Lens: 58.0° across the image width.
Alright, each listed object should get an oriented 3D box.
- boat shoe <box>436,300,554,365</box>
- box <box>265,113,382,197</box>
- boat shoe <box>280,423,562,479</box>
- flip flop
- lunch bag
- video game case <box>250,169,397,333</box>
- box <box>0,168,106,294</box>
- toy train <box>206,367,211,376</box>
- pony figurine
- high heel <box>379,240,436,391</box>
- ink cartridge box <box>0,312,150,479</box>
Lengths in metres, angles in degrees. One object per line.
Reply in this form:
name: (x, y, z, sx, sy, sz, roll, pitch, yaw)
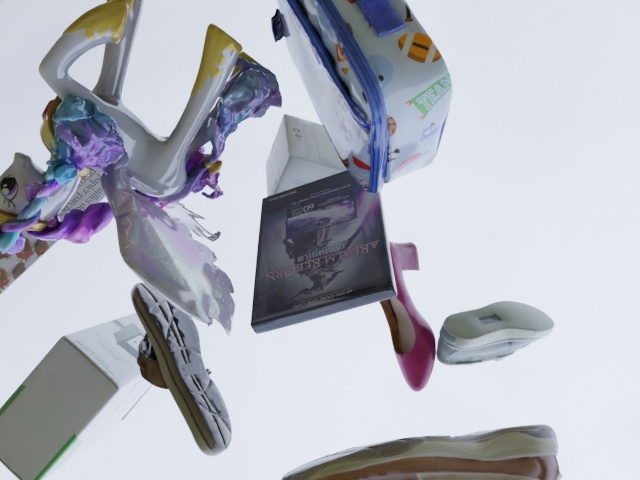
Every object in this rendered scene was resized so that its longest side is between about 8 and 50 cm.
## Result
boat shoe: (0.278, 0.155, 0.934, 0.228, 0.081, 0.079, -4, -144, -29)
box: (0.001, -0.126, 1.078, 0.180, 0.182, 0.119, -101, -150, -54)
boat shoe: (0.120, 0.269, 0.611, 0.325, 0.123, 0.116, -1, -112, -14)
flip flop: (-0.214, 0.182, 0.824, 0.080, 0.112, 0.276, -32, -106, 11)
lunch bag: (0.032, -0.223, 0.662, 0.115, 0.243, 0.303, -26, -110, -4)
video game case: (0.000, 0.000, 0.834, 0.196, 0.026, 0.274, -17, -141, 13)
box: (-0.428, -0.015, 0.875, 0.324, 0.063, 0.067, -51, -158, -24)
toy train: (-0.221, 0.227, 0.973, 0.024, 0.083, 0.017, -3, -95, 38)
pony figurine: (-0.212, -0.092, 0.703, 0.363, 0.351, 0.303, -54, -150, 7)
high heel: (0.110, 0.117, 0.898, 0.082, 0.117, 0.243, -5, -93, 56)
ink cartridge box: (-0.386, 0.251, 0.980, 0.122, 0.289, 0.211, 41, -87, 3)
